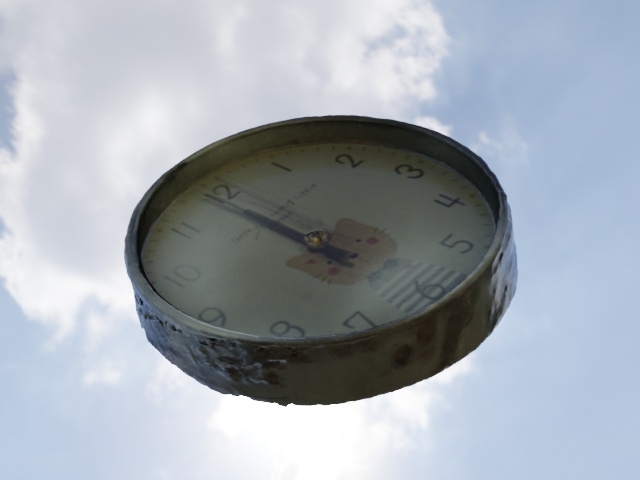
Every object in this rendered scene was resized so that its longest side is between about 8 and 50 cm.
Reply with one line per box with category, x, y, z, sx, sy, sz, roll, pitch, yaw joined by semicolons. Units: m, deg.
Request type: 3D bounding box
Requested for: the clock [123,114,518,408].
clock;0.000;0.000;0.604;0.226;0.226;0.049;-22;-50;-20
